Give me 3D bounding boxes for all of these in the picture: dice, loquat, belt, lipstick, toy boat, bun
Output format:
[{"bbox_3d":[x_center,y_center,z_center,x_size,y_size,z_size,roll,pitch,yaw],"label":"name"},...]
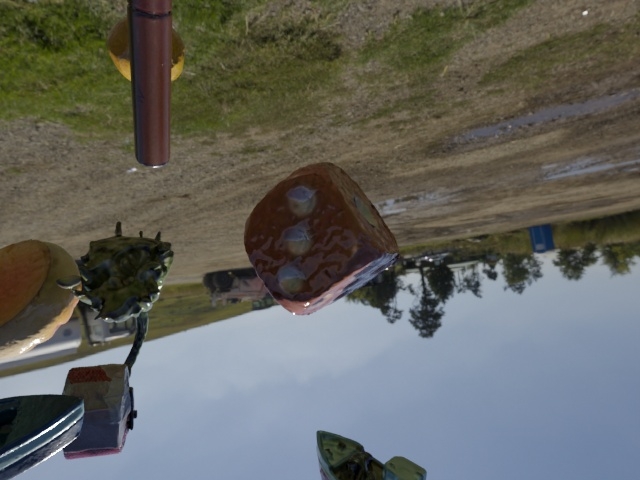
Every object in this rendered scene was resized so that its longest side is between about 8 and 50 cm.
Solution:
[{"bbox_3d":[0.000,0.000,0.626,0.179,0.173,0.175,-37,165,21],"label":"dice"},{"bbox_3d":[-0.469,-0.513,1.089,0.187,0.175,0.234,-11,-138,-41],"label":"loquat"},{"bbox_3d":[-0.426,0.332,0.796,0.124,0.200,0.128,3,-153,-19],"label":"belt"},{"bbox_3d":[-0.232,-0.264,0.555,0.057,0.057,0.356,-4,133,-26],"label":"lipstick"},{"bbox_3d":[0.115,0.523,0.902,0.332,0.133,0.145,14,-174,39],"label":"toy boat"},{"bbox_3d":[-0.712,0.151,0.978,0.299,0.298,0.164,-8,140,13],"label":"bun"},{"bbox_3d":[-0.413,0.246,0.450,0.300,0.061,0.096,-18,-151,-12],"label":"toy boat"}]

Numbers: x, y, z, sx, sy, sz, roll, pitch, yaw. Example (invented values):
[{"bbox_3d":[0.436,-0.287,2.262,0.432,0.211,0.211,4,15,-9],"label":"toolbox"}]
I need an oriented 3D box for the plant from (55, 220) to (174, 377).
[{"bbox_3d":[-0.444,0.123,0.915,0.180,0.251,0.333,26,136,-6],"label":"plant"}]
